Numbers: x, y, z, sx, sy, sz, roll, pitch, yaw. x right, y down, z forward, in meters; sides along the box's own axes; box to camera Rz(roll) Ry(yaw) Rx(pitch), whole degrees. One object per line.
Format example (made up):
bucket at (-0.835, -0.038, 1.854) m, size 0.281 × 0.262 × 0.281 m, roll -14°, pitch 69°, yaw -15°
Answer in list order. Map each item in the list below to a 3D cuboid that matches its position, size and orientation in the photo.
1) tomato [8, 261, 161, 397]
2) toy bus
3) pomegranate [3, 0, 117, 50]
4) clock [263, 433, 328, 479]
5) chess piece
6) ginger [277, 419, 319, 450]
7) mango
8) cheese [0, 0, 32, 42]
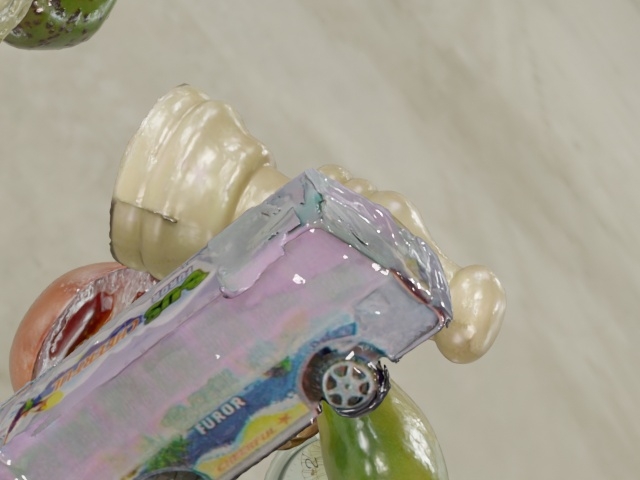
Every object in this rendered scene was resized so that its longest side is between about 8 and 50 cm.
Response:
tomato at (-0.269, 0.101, 2.086) m, size 0.112 × 0.199 × 0.228 m, roll 25°, pitch 7°, yaw 30°
toy bus at (-0.071, 0.085, 1.213) m, size 0.138 × 0.317 × 0.112 m, roll 44°, pitch 16°, yaw -26°
pomegranate at (-0.333, -0.338, 2.371) m, size 0.202 × 0.247 × 0.202 m, roll 3°, pitch 86°, yaw -44°
clock at (0.041, 0.342, 2.377) m, size 0.236 × 0.236 × 0.053 m, roll 55°, pitch 24°, yaw 2°
chess piece at (0.000, 0.000, 1.390) m, size 0.139 × 0.307 × 0.124 m, roll -54°, pitch 153°, yaw -30°
ginger at (-0.089, 0.186, 2.213) m, size 0.133 × 0.309 × 0.107 m, roll -34°, pitch 116°, yaw -32°
mango at (0.057, 0.186, 1.653) m, size 0.122 × 0.085 × 0.191 m, roll 12°, pitch 51°, yaw -35°
cheese at (-0.333, -0.224, 1.878) m, size 0.043 × 0.194 × 0.065 m, roll 25°, pitch -28°, yaw 15°
